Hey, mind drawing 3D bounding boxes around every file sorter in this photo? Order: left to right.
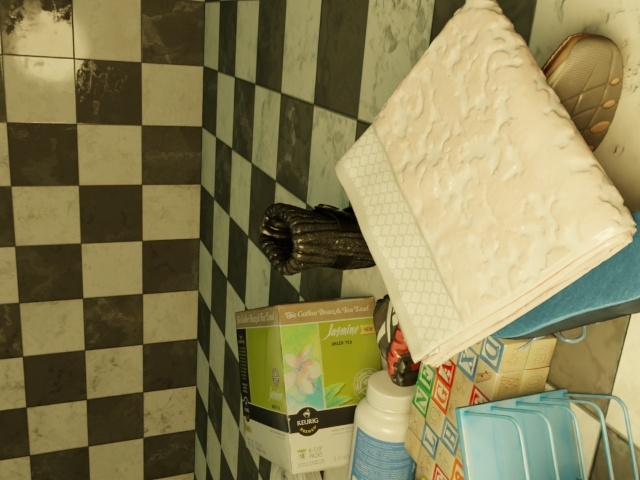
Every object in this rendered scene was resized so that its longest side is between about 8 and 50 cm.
[{"bbox_3d":[0.261,0.243,0.738,0.104,0.170,0.118,-21,73,63],"label":"file sorter"}]

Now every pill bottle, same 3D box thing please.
[{"bbox_3d":[0.118,0.353,1.155,0.124,0.124,0.221,-137,48,-59],"label":"pill bottle"}]

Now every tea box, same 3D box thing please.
[{"bbox_3d":[-0.032,0.294,1.388,0.329,0.220,0.323,161,104,-67],"label":"tea box"}]

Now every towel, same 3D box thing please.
[{"bbox_3d":[0.154,-0.061,0.746,0.317,0.053,0.332,-47,52,43],"label":"towel"}]

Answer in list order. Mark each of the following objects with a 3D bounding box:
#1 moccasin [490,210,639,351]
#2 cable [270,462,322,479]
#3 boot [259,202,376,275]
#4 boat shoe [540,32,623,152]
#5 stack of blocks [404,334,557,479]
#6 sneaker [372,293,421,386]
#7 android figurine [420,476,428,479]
[{"bbox_3d":[0.284,0.057,0.715,0.342,0.117,0.137,-16,69,63],"label":"moccasin"},{"bbox_3d":[-0.058,0.663,1.671,0.257,0.089,0.257,-157,67,-66],"label":"cable"},{"bbox_3d":[0.000,-0.004,1.218,0.348,0.260,0.131,173,94,-67],"label":"boot"},{"bbox_3d":[0.247,-0.114,0.797,0.116,0.123,0.324,-110,30,-41],"label":"boat shoe"},{"bbox_3d":[0.221,0.230,0.936,0.171,0.087,0.297,-133,45,-58],"label":"stack of blocks"},{"bbox_3d":[0.151,0.109,1.077,0.135,0.098,0.276,-125,37,-49],"label":"sneaker"},{"bbox_3d":[0.201,0.498,1.034,0.248,0.056,0.273,-126,34,-62],"label":"android figurine"}]
